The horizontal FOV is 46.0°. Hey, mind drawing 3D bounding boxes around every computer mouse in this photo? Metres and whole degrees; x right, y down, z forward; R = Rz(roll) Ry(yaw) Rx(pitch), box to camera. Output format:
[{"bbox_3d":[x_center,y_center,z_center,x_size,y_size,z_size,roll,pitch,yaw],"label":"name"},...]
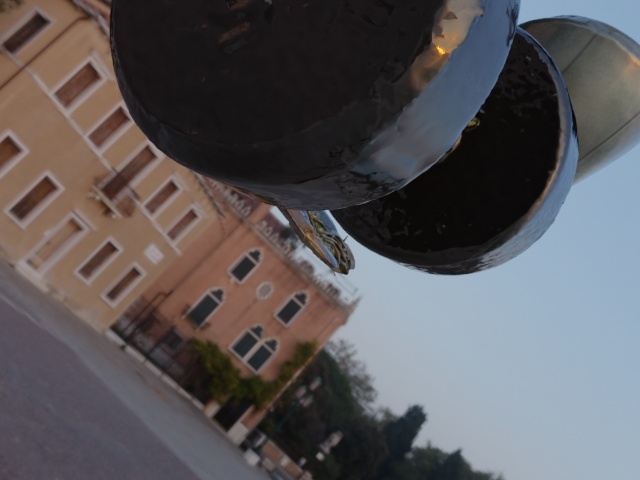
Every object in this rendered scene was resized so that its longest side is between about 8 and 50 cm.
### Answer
[{"bbox_3d":[0.220,-0.124,0.874,0.188,0.122,0.371,42,-19,-9],"label":"computer mouse"}]

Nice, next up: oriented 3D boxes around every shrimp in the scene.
[{"bbox_3d":[0.000,0.000,1.087,0.296,0.058,0.169,49,12,-46],"label":"shrimp"}]

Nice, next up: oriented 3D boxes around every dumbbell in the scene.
[{"bbox_3d":[0.044,-0.096,0.482,0.203,0.204,0.322,36,6,27],"label":"dumbbell"}]
